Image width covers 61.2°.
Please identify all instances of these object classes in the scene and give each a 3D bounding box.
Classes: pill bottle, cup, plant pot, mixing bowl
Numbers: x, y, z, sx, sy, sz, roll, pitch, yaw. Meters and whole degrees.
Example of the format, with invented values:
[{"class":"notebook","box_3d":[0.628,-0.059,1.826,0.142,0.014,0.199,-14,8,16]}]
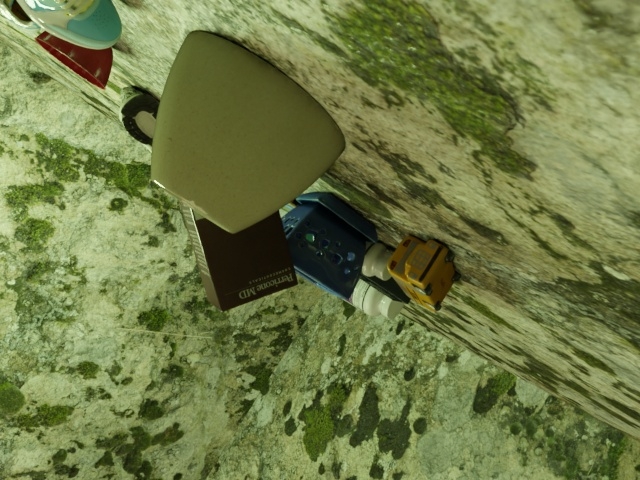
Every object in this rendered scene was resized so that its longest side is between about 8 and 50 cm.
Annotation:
[{"class":"pill bottle","box_3d":[0.168,0.174,2.100,0.322,0.182,0.181,28,172,33]},{"class":"cup","box_3d":[-0.157,-0.154,0.942,0.331,0.237,0.331,32,173,4]},{"class":"pill bottle","box_3d":[0.136,0.044,1.602,0.180,0.108,0.108,29,173,33]},{"class":"plant pot","box_3d":[0.000,0.000,1.456,0.235,0.212,0.236,35,174,-18]},{"class":"mixing bowl","box_3d":[-0.563,-0.453,1.280,0.181,0.098,0.181,33,173,4]}]

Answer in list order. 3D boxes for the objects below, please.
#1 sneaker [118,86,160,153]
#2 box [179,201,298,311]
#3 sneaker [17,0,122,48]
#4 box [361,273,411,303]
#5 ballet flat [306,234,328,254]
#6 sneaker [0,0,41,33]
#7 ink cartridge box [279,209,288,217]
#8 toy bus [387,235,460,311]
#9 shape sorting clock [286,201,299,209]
[{"class":"sneaker","box_3d":[-0.515,-0.341,1.752,0.182,0.158,0.410,55,172,37]},{"class":"box","box_3d":[-0.200,-0.057,1.201,0.143,0.191,0.382,15,122,65]},{"class":"sneaker","box_3d":[-0.383,-0.385,0.802,0.208,0.127,0.319,30,174,32]},{"class":"box","box_3d":[0.184,0.097,1.794,0.261,0.103,0.184,34,177,-5]},{"class":"ballet flat","box_3d":[-0.034,-0.009,2.155,0.124,0.116,0.342,51,-172,31]},{"class":"sneaker","box_3d":[-0.806,-0.616,1.355,0.228,0.088,0.092,29,170,-35]},{"class":"ink cartridge box","box_3d":[-0.158,-0.118,2.009,0.150,0.063,0.109,31,174,19]},{"class":"toy bus","box_3d":[0.253,0.082,1.318,0.130,0.108,0.332,32,174,25]},{"class":"shape sorting clock","box_3d":[-0.103,-0.121,1.820,0.206,0.040,0.206,29,174,3]}]
